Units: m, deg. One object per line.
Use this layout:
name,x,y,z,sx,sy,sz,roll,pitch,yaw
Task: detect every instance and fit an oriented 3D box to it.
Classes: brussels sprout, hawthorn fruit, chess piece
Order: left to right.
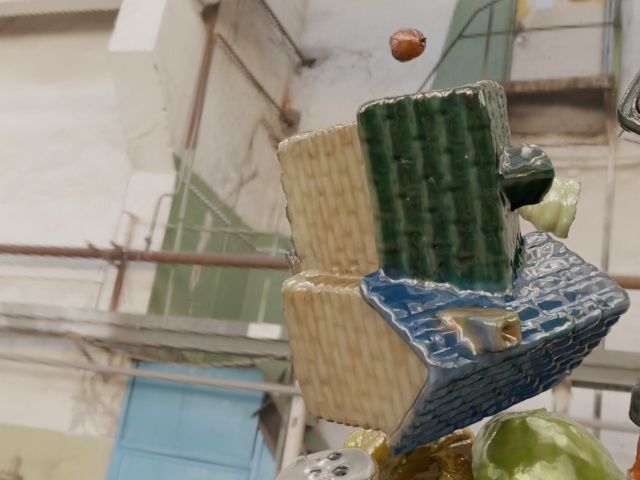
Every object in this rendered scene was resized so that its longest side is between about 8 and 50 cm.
hawthorn fruit,0.179,-0.405,1.743,0.077,0.077,0.077,9,-19,3
chess piece,0.416,-0.093,1.795,0.243,0.133,0.133,14,-18,7
brussels sprout,0.362,0.414,1.315,0.243,0.273,0.316,-36,-58,17

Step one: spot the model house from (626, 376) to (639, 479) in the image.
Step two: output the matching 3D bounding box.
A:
model house,0.563,0.345,1.166,0.272,0.300,0.190,5,13,-23

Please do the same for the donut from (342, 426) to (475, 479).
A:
donut,0.209,0.539,1.929,0.360,0.360,0.170,19,3,-25

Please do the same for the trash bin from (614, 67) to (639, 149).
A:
trash bin,0.417,-0.126,0.928,0.177,0.101,0.236,31,10,11

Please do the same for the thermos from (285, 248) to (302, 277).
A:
thermos,0.012,0.043,2.002,0.193,0.137,0.105,-10,-27,-28

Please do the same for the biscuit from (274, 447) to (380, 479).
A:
biscuit,0.007,0.439,1.566,0.208,0.049,0.181,-21,16,-19

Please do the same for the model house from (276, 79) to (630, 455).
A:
model house,0.189,0.021,1.147,0.395,0.445,0.400,-12,3,-26
